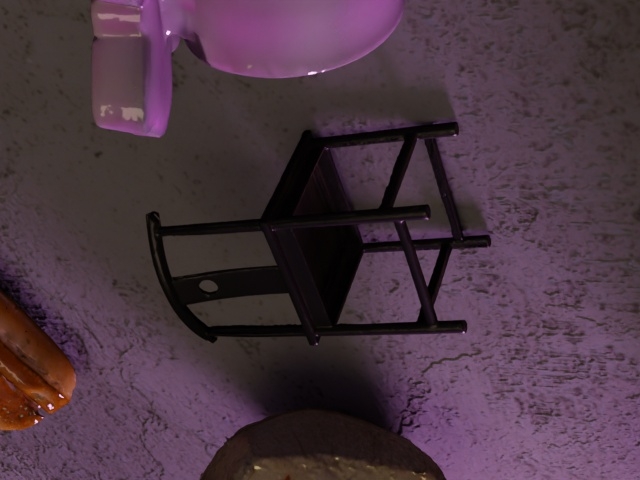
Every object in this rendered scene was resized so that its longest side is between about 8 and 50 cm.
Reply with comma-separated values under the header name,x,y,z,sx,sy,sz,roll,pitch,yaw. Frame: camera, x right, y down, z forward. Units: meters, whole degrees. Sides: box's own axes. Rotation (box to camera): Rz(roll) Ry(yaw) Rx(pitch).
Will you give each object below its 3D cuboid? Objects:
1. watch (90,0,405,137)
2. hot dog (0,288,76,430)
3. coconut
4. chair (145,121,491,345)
name,x,y,z,sx,sy,sz,roll,pitch,yaw
watch,-0.046,-0.206,0.900,0.218,0.248,0.210,-2,134,0
hot dog,-0.406,0.073,1.420,0.135,0.100,0.337,-28,116,30
coconut,-0.005,0.318,1.342,0.297,0.297,0.254,32,163,-6
chair,0.000,0.000,1.146,0.260,0.141,0.154,-3,128,24
